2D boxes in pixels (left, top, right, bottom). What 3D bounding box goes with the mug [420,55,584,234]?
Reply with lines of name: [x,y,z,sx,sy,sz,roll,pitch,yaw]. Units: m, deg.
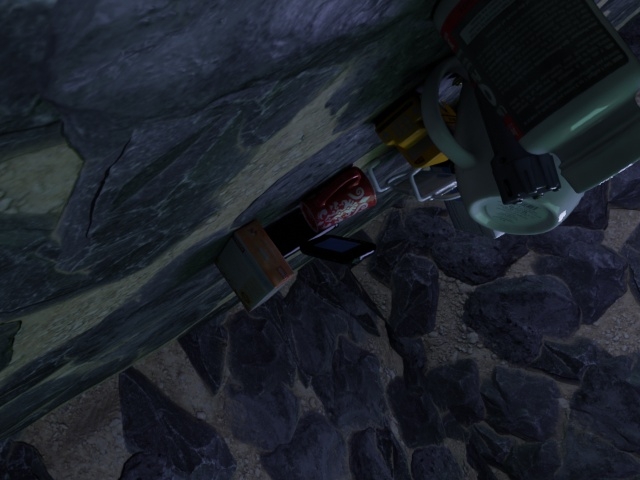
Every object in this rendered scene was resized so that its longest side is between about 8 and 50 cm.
mug: [0.351,-0.209,1.149,0.276,0.374,0.328,-25,-134,61]

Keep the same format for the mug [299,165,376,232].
mug: [0.036,-0.113,1.519,0.169,0.113,0.150,-30,131,-12]

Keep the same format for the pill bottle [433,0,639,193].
pill bottle: [0.309,-0.229,0.811,0.176,0.318,0.176,-34,175,-4]

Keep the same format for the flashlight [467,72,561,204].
flashlight: [0.311,-0.216,0.989,0.103,0.304,0.103,-25,166,41]

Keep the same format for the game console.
game console: [0.000,0.000,1.527,0.213,0.044,0.361,-33,-152,-31]

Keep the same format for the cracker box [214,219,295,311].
cracker box: [-0.161,0.066,1.435,0.067,0.155,0.232,-33,175,-28]

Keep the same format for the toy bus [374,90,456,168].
toy bus: [0.233,-0.237,1.327,0.108,0.130,0.333,-37,175,24]

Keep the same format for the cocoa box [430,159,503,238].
cocoa box: [0.542,-0.193,1.758,0.347,0.231,0.228,-29,-165,-11]

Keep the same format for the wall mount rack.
wall mount rack: [0.309,-0.221,1.625,0.304,0.130,0.350,-31,-157,-18]

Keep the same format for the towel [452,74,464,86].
towel: [0.351,-0.383,1.335,0.110,0.027,0.148,-40,173,35]
